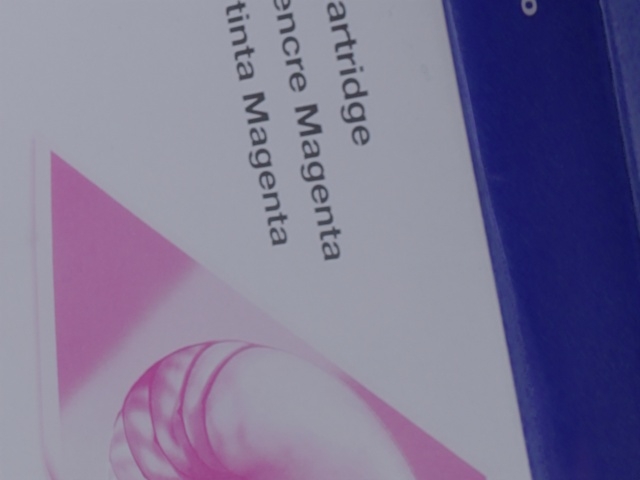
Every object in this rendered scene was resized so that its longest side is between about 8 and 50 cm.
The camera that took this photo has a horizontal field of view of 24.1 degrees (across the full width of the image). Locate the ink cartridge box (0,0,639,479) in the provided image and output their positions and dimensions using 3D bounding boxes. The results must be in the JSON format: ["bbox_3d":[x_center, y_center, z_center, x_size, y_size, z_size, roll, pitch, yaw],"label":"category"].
[{"bbox_3d":[0.000,0.000,0.447,0.330,0.324,0.071,-8,7,37],"label":"ink cartridge box"}]
